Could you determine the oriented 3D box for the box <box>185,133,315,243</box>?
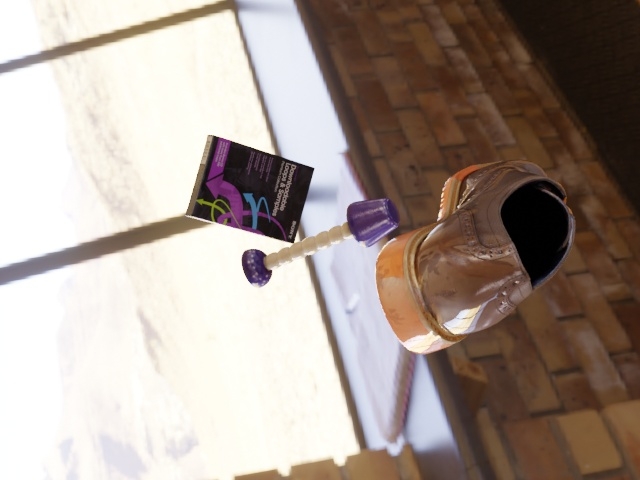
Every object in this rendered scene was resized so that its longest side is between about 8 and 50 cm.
[{"bbox_3d":[-0.095,-0.069,1.244,0.029,0.162,0.116,15,90,61],"label":"box"}]

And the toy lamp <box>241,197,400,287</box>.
[{"bbox_3d":[0.000,0.000,1.464,0.080,0.275,0.080,44,-144,-43],"label":"toy lamp"}]

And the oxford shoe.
[{"bbox_3d":[0.180,-0.006,0.827,0.130,0.133,0.364,62,-148,-8],"label":"oxford shoe"}]
